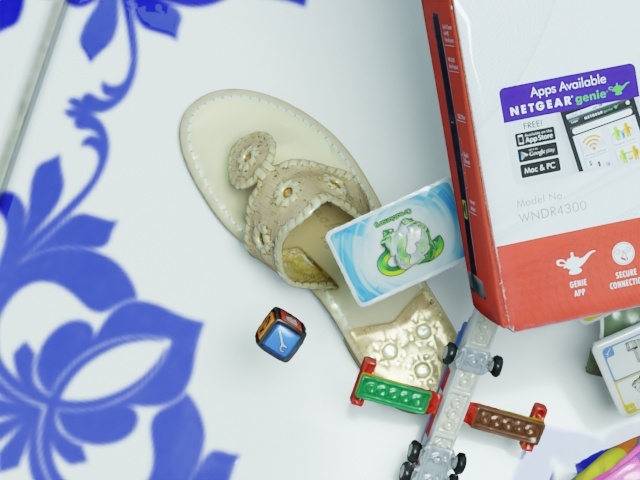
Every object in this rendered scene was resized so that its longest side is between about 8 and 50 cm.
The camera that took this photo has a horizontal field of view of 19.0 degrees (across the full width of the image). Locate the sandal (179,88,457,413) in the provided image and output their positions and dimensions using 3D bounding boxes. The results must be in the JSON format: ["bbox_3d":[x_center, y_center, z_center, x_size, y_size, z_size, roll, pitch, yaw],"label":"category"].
[{"bbox_3d":[0.005,-0.004,1.123,0.088,0.079,0.240,-37,82,-6],"label":"sandal"}]

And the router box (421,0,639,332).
[{"bbox_3d":[0.218,-0.136,0.965,0.335,0.082,0.301,-12,99,-6],"label":"router box"}]

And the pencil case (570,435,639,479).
[{"bbox_3d":[0.225,0.220,1.080,0.104,0.104,0.236,-31,83,-5],"label":"pencil case"}]

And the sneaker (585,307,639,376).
[{"bbox_3d":[0.199,0.064,1.127,0.086,0.064,0.192,-29,86,9],"label":"sneaker"}]

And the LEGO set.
[{"bbox_3d":[0.092,0.039,1.077,0.244,0.060,0.182,-25,109,3],"label":"LEGO set"}]
